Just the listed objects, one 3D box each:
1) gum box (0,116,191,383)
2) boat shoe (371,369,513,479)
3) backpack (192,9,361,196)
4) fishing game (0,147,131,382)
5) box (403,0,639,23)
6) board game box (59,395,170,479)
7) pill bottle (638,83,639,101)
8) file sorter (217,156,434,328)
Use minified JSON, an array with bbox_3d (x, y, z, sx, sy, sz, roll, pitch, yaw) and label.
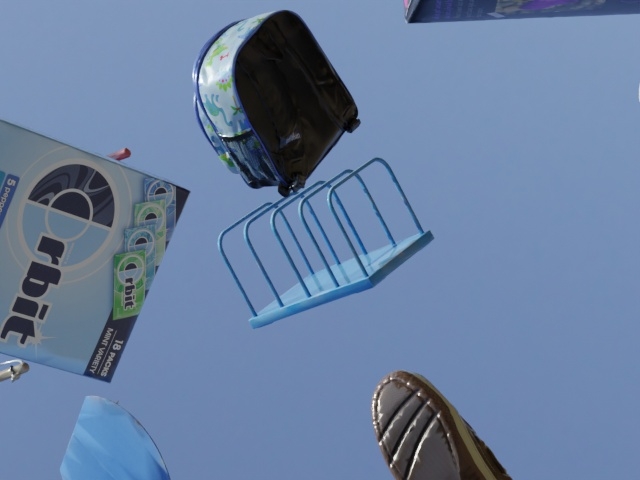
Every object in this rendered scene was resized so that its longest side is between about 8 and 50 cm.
[{"bbox_3d":[-0.199,0.006,1.358,0.184,0.157,0.041,21,-177,-42],"label":"gum box"},{"bbox_3d":[0.144,0.243,1.942,0.095,0.095,0.257,13,-140,-55],"label":"boat shoe"},{"bbox_3d":[-0.043,-0.106,1.405,0.105,0.084,0.114,-49,-57,-34],"label":"backpack"},{"bbox_3d":[-0.248,0.025,1.486,0.041,0.189,0.264,51,-140,-28],"label":"fishing game"},{"bbox_3d":[0.200,-0.267,1.485,0.270,0.165,0.143,-2,171,-6],"label":"box"},{"bbox_3d":[-0.192,0.229,1.891,0.133,0.169,0.033,42,-138,23],"label":"board game box"},{"bbox_3d":[0.325,-0.094,1.485,0.152,0.086,0.086,34,-155,-29],"label":"pill bottle"},{"bbox_3d":[0.000,0.000,1.909,0.118,0.170,0.104,-35,-80,-48],"label":"file sorter"}]
